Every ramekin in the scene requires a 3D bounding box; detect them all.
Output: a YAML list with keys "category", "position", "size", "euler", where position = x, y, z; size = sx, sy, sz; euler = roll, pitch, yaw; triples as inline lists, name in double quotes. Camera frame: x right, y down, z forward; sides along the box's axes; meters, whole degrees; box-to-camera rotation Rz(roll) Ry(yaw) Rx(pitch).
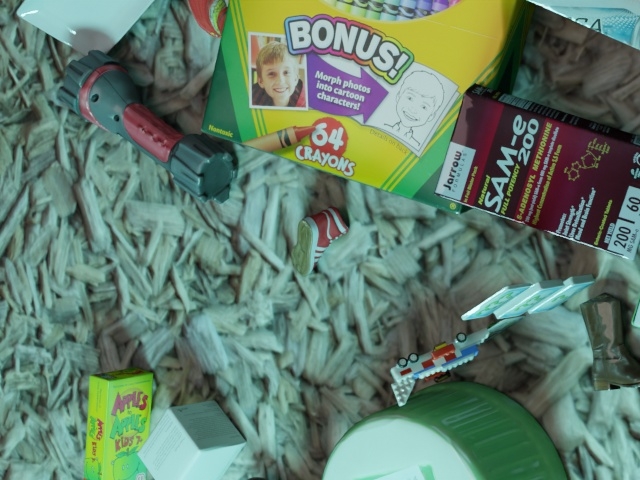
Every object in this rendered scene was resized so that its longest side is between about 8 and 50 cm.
- category: "ramekin"
  position: [0.143, 0.333, 1.893]
  size: [0.303, 0.148, 0.303]
  euler: [4, 96, 39]

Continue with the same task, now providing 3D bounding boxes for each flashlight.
- category: "flashlight"
  position: [-0.247, -0.167, 2.205]
  size: [0.304, 0.103, 0.103]
  euler: [35, 112, 33]

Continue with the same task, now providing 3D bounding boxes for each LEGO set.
- category: "LEGO set"
  position: [0.193, 0.121, 1.813]
  size: [0.244, 0.182, 0.060]
  euler: [-37, 69, 37]

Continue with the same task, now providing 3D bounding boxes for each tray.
- category: "tray"
  position: [-0.318, -0.361, 2.192]
  size: [0.270, 0.145, 0.030]
  euler: [-36, 29, 49]

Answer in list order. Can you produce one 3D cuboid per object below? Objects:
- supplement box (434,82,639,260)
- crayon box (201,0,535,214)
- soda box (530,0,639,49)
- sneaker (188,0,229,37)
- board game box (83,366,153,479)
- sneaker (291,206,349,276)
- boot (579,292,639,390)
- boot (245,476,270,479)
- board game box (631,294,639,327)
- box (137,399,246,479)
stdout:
- category: "supplement box"
  position: [0.263, -0.080, 1.749]
  size: [0.239, 0.073, 0.130]
  euler: [18, 107, 10]
- category: "crayon box"
  position: [0.059, -0.237, 1.888]
  size: [0.363, 0.106, 0.313]
  euler: [19, 107, 20]
- category: "soda box"
  position: [0.289, -0.280, 1.720]
  size: [0.183, 0.058, 0.063]
  euler: [23, 110, -3]
- category: "sneaker"
  position: [-0.114, -0.310, 2.104]
  size: [0.279, 0.107, 0.118]
  euler: [59, 143, 24]
- category: "board game box"
  position: [-0.301, 0.286, 2.290]
  size: [0.043, 0.092, 0.181]
  euler: [12, 101, 39]
- category: "sneaker"
  position: [0.000, 0.000, 2.060]
  size: [0.042, 0.067, 0.118]
  euler: [50, 152, 23]
- category: "boot"
  position: [0.353, 0.114, 1.779]
  size: [0.106, 0.037, 0.114]
  euler: [-11, 82, 37]
- category: "boot"
  position: [-0.055, 0.369, 2.027]
  size: [0.076, 0.208, 0.189]
  euler: [-45, 70, -6]
- category: "board game box"
  position: [0.488, -0.016, 1.635]
  size: [0.242, 0.064, 0.317]
  euler: [24, 108, 36]
- category: "box"
  position: [-0.183, 0.295, 2.188]
  size: [0.087, 0.102, 0.101]
  euler: [50, 121, 27]
